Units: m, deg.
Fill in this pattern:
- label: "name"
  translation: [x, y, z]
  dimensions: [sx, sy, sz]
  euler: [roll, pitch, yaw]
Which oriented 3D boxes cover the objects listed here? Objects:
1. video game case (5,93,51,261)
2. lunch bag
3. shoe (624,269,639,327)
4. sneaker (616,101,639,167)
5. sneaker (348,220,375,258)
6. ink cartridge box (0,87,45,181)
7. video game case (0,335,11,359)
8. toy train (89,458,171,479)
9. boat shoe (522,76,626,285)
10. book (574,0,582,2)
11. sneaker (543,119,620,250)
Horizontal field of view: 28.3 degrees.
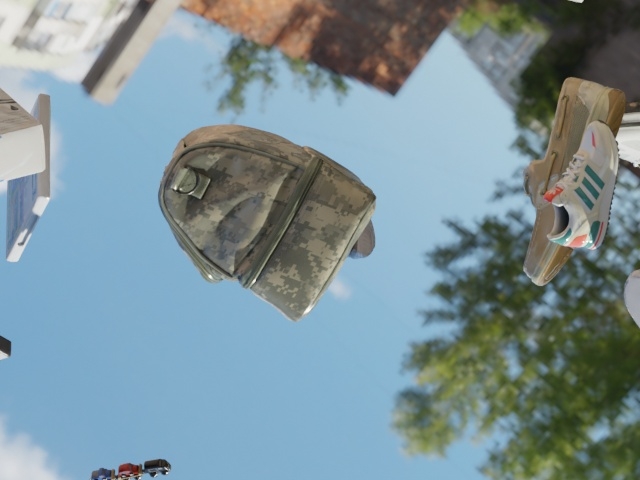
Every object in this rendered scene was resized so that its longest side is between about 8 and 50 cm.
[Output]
- label: "video game case"
  translation: [-0.482, -0.103, 2.090]
  dimensions: [0.023, 0.193, 0.212]
  euler: [10, -127, -26]
- label: "lunch bag"
  translation: [-0.090, -0.049, 1.694]
  dimensions: [0.256, 0.212, 0.305]
  euler: [32, -174, -7]
- label: "shoe"
  translation: [0.440, 0.088, 1.568]
  dimensions: [0.063, 0.081, 0.178]
  euler: [-2, 129, 51]
- label: "sneaker"
  translation: [0.611, -0.099, 2.063]
  dimensions: [0.448, 0.257, 0.169]
  euler: [0, -174, 1]
- label: "sneaker"
  translation: [0.000, 0.000, 2.546]
  dimensions: [0.269, 0.153, 0.101]
  euler: [-16, -82, -61]
- label: "ink cartridge box"
  translation: [-0.497, -0.154, 1.798]
  dimensions: [0.140, 0.082, 0.191]
  euler: [-18, -140, -33]
- label: "video game case"
  translation: [-0.709, 0.170, 2.147]
  dimensions: [0.275, 0.248, 0.035]
  euler: [43, -146, -52]
- label: "toy train"
  translation: [-0.349, 0.422, 2.305]
  dimensions: [0.036, 0.158, 0.027]
  euler: [67, -166, -45]
- label: "boat shoe"
  translation: [0.346, -0.085, 1.836]
  dimensions: [0.098, 0.302, 0.109]
  euler: [22, -170, 22]
- label: "book"
  translation: [0.264, -0.322, 1.313]
  dimensions: [0.096, 0.144, 0.035]
  euler: [27, 174, 41]
- label: "sneaker"
  translation: [0.315, -0.068, 1.548]
  dimensions: [0.075, 0.161, 0.057]
  euler: [2, -168, -15]
